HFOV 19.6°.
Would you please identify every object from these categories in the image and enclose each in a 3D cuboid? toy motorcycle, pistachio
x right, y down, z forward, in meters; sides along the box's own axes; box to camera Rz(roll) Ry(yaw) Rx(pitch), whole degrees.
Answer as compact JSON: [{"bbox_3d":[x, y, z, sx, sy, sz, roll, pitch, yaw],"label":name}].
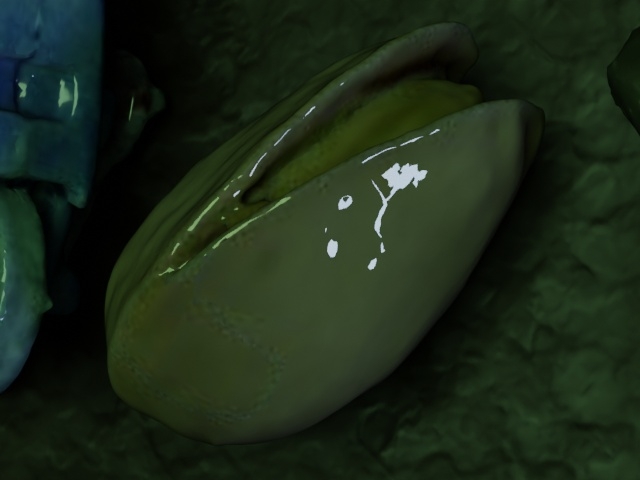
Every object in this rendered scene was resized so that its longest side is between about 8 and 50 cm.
[{"bbox_3d":[-0.203,-0.083,0.881,0.241,0.182,0.319,9,90,23],"label":"toy motorcycle"},{"bbox_3d":[0.000,0.000,0.811,0.223,0.152,0.126,-40,67,-5],"label":"pistachio"}]

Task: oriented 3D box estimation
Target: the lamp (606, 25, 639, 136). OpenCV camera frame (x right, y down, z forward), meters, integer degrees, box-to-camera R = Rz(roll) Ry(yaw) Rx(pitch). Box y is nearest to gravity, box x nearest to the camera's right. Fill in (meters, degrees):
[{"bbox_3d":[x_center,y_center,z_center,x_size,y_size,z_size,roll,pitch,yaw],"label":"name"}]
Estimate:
[{"bbox_3d":[0.213,-0.018,0.742,0.250,0.101,0.101,37,100,31],"label":"lamp"}]
